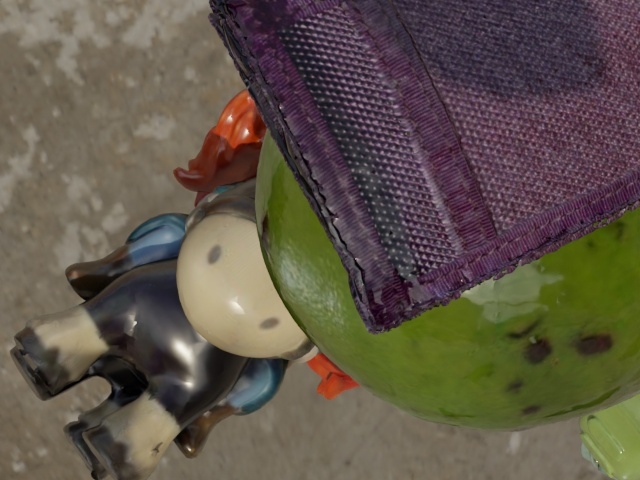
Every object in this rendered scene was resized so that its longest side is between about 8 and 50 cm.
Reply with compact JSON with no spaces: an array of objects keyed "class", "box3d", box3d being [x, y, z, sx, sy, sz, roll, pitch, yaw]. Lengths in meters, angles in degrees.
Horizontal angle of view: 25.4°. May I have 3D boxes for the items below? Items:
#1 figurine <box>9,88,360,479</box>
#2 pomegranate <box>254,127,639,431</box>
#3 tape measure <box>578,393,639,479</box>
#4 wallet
[{"class":"figurine","box3d":[-0.005,0.001,0.888,0.241,0.306,0.411,48,43,13]},{"class":"pomegranate","box3d":[0.058,-0.042,0.524,0.202,0.248,0.202,-22,36,17]},{"class":"tape measure","box3d":[0.289,0.121,1.150,0.200,0.175,0.106,-37,68,10]},{"class":"wallet","box3d":[0.062,-0.055,0.425,0.165,0.030,0.111,-26,83,-17]}]
